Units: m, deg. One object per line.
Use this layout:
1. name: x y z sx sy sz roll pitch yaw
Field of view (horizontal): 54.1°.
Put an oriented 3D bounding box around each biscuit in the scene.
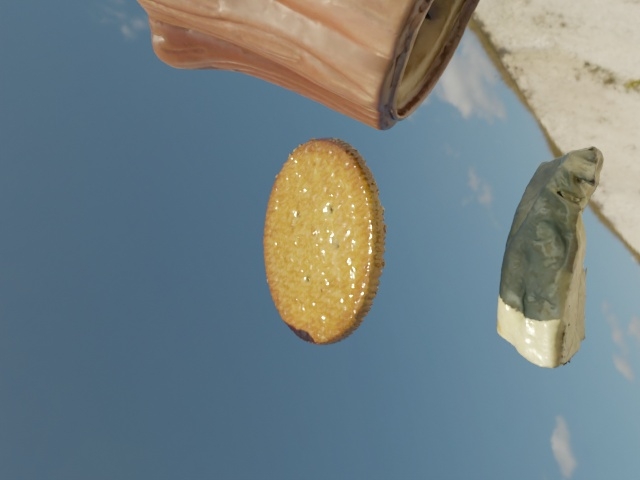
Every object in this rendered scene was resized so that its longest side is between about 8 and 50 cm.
1. biscuit: 0.000 0.000 0.908 0.038 0.305 0.305 0 -111 -33

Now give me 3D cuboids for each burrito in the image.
1. burrito: 0.364 0.013 0.991 0.190 0.135 0.331 -16 -67 -55

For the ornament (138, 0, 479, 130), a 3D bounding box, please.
1. ornament: 0.002 -0.206 0.480 0.218 0.235 0.221 30 -154 12
